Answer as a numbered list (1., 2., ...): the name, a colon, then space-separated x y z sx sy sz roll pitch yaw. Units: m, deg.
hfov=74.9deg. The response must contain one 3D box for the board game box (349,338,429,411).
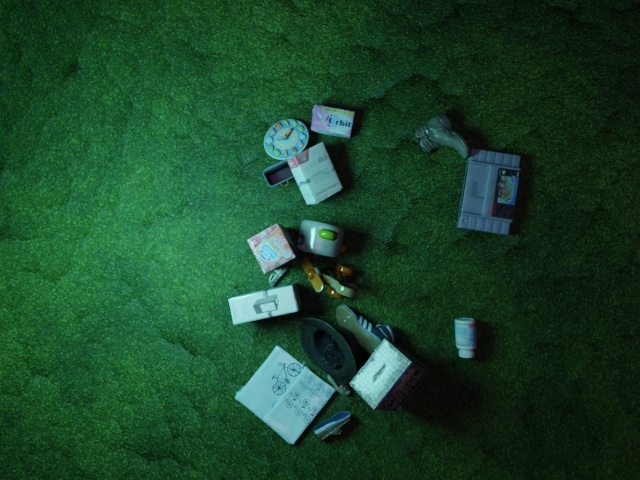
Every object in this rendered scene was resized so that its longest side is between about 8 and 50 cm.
1. board game box: 0.291 0.558 1.711 0.141 0.291 0.232 38 91 36

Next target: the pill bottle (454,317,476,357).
1. pill bottle: 0.632 0.422 1.817 0.087 0.087 0.160 -3 90 1

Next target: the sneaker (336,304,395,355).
1. sneaker: 0.201 0.377 1.826 0.282 0.153 0.099 43 124 32

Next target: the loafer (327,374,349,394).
1. loafer: 0.082 0.634 1.844 0.125 0.039 0.045 43 57 3

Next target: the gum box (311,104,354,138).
1. gum box: 0.049 -0.526 1.851 0.188 0.062 0.107 10 89 1

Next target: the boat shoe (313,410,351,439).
1. boat shoe: 0.063 0.818 1.842 0.183 0.066 0.066 -30 94 11

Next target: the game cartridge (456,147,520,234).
1. game cartridge: 0.744 -0.213 1.838 0.230 0.068 0.355 9 90 5

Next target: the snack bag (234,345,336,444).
1. snack bag: -0.158 0.680 1.858 0.342 0.037 0.323 39 91 2

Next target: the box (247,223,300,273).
1. box: -0.185 0.032 1.733 0.142 0.300 0.154 -27 89 1

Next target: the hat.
1. hat: 0.063 0.439 1.783 0.134 0.331 0.331 -30 89 -36

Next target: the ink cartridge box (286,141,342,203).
1. ink cartridge box: -0.023 -0.284 1.788 0.158 0.092 0.218 -31 103 -25

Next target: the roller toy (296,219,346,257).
1. roller toy: 0.000 0.000 1.786 0.191 0.209 0.146 12 89 26

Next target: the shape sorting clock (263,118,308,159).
1. shape sorting clock: -0.152 -0.448 1.841 0.206 0.040 0.206 -6 65 14

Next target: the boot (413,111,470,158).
1. boot: 0.530 -0.428 1.842 0.161 0.083 0.247 -36 83 8

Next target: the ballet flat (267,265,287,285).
1. ballet flat: -0.194 0.153 1.859 0.041 0.041 0.114 41 91 1

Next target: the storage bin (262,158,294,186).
1. storage bin: -0.172 -0.285 1.840 0.135 0.091 0.098 -26 89 2

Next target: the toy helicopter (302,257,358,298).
1. toy helicopter: 0.049 0.164 1.699 0.234 0.355 0.140 22 90 -16

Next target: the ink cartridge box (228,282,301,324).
1. ink cartridge box: -0.228 0.265 1.782 0.272 0.198 0.115 -12 88 1
